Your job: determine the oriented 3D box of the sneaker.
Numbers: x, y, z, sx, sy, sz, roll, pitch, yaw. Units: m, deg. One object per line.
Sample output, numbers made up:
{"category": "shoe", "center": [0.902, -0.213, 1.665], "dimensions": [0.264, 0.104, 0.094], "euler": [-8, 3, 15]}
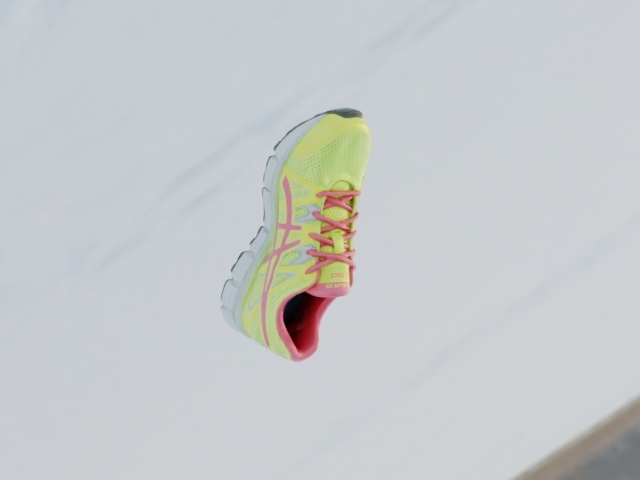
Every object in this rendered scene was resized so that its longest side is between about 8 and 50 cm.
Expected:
{"category": "sneaker", "center": [0.000, 0.000, 1.399], "dimensions": [0.081, 0.094, 0.208], "euler": [-2, 122, -38]}
